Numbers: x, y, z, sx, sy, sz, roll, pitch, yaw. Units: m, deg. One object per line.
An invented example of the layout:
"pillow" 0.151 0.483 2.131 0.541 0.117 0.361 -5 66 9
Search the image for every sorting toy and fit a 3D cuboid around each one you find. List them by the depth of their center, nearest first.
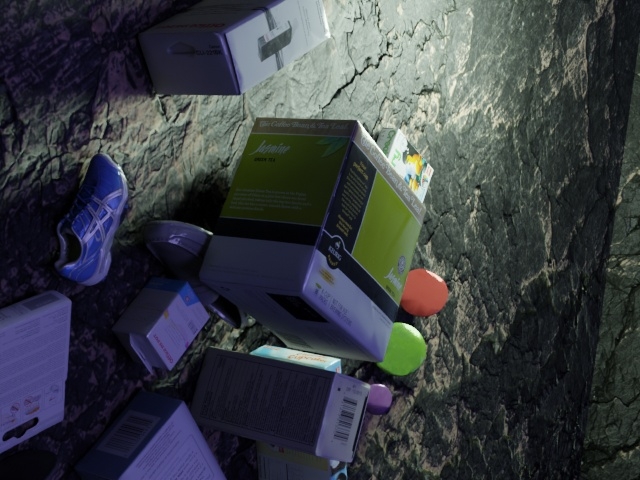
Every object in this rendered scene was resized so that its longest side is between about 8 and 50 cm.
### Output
"sorting toy" 0.190 0.250 2.425 0.126 0.127 0.365 87 26 -68

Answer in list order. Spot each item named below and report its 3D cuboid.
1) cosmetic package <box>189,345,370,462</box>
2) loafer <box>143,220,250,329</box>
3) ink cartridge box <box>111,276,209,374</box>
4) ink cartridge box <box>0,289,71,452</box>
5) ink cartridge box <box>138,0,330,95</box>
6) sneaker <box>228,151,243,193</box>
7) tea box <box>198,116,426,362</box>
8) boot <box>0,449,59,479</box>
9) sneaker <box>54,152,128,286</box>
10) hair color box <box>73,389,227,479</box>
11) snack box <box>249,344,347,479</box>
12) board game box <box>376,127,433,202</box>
"cosmetic package" -0.077 0.296 1.866 0.129 0.296 0.153 29 73 -53
"loafer" -0.204 0.061 1.810 0.319 0.112 0.111 41 54 -50
"ink cartridge box" -0.276 0.146 1.741 0.143 0.090 0.092 -54 135 -33
"ink cartridge box" -0.463 0.203 1.544 0.181 0.056 0.225 -25 134 -50
"ink cartridge box" -0.144 -0.348 1.755 0.273 0.197 0.114 -41 126 -43
"sneaker" -0.096 -0.067 1.961 0.153 0.094 0.235 0 90 -60
"tea box" 0.000 0.000 1.827 0.329 0.220 0.324 46 57 -51
"boot" -0.464 0.472 1.546 0.263 0.091 0.229 -60 154 -50
"sneaker" -0.360 -0.034 1.605 0.081 0.080 0.211 15 82 -57
"hair color box" -0.259 0.463 1.796 0.185 0.113 0.374 -50 132 -37
"snack box" -0.042 0.377 2.020 0.060 0.187 0.322 -21 112 -51
"board game box" 0.154 -0.077 2.334 0.193 0.053 0.305 41 63 -49
